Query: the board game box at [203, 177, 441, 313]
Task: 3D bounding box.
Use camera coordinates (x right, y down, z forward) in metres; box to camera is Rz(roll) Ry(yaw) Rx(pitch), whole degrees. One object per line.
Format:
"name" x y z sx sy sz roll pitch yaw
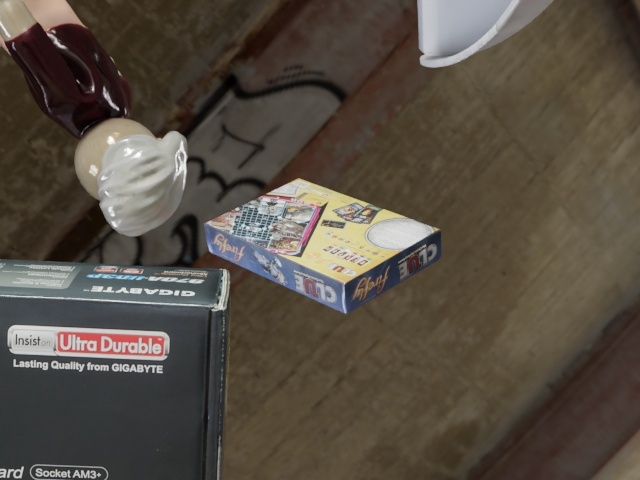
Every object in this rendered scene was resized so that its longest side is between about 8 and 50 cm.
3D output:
"board game box" 0.000 0.000 1.274 0.165 0.243 0.042 -27 -55 -36

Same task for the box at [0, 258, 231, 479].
"box" -0.144 0.094 0.374 0.220 0.051 0.175 3 -78 -3

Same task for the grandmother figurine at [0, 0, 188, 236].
"grandmother figurine" -0.218 -0.152 0.871 0.104 0.342 0.208 -38 -14 17

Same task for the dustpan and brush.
"dustpan and brush" 0.086 -0.147 0.449 0.060 0.211 0.147 -12 -76 -34
